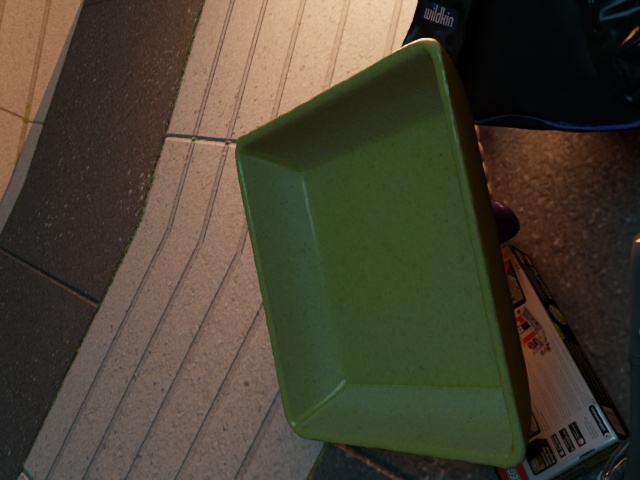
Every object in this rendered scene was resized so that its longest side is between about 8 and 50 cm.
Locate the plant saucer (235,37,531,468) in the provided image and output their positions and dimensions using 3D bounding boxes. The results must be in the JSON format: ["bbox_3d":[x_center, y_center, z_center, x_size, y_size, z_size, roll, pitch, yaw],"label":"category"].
[{"bbox_3d":[0.056,0.023,0.693,0.333,0.081,0.332,-14,86,56],"label":"plant saucer"}]

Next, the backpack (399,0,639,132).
[{"bbox_3d":[0.225,-0.229,0.615,0.277,0.213,0.263,14,113,48],"label":"backpack"}]

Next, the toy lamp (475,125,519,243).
[{"bbox_3d":[0.153,-0.127,0.782,0.080,0.080,0.274,-26,56,38],"label":"toy lamp"}]

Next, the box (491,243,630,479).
[{"bbox_3d":[0.178,0.116,0.664,0.114,0.036,0.207,-42,45,27],"label":"box"}]

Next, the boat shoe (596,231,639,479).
[{"bbox_3d":[0.207,0.124,0.446,0.096,0.335,0.112,14,41,20],"label":"boat shoe"}]

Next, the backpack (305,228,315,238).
[{"bbox_3d":[0.000,0.000,0.871,0.098,0.101,0.120,-22,59,48],"label":"backpack"}]
